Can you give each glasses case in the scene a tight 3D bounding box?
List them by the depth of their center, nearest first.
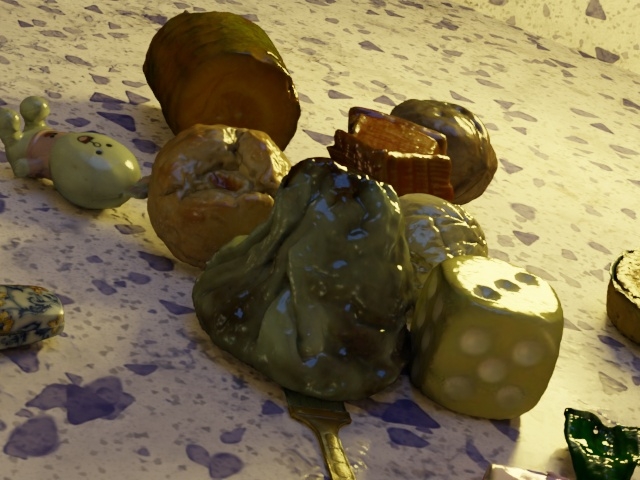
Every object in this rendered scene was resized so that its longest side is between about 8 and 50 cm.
[{"bbox_3d":[-0.426,0.094,1.451,0.248,0.065,0.087,-5,34,-37],"label":"glasses case"}]

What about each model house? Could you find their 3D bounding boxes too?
[{"bbox_3d":[0.117,-0.090,2.023,0.219,0.199,0.229,11,25,10],"label":"model house"}]

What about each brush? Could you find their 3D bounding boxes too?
[{"bbox_3d":[0.011,0.244,1.475,0.082,0.010,0.218,8,26,-18],"label":"brush"}]

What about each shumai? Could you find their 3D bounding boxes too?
[{"bbox_3d":[0.002,0.029,1.614,0.309,0.263,0.304,12,20,-12],"label":"shumai"}]

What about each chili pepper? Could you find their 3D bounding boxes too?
[{"bbox_3d":[0.352,0.282,1.554,0.108,0.062,0.216,15,24,11],"label":"chili pepper"}]

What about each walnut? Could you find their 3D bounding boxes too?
[{"bbox_3d":[0.209,-0.154,2.209,0.224,0.224,0.224,14,25,-6],"label":"walnut"}]

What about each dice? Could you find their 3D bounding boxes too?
[{"bbox_3d":[0.220,0.129,1.654,0.169,0.169,0.166,12,24,-9],"label":"dice"}]

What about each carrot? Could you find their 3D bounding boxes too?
[{"bbox_3d":[-0.176,-0.274,2.171,0.241,0.241,0.341,5,29,-23],"label":"carrot"}]

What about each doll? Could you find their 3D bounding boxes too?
[{"bbox_3d":[-0.376,-0.118,1.886,0.275,0.113,0.155,28,35,8],"label":"doll"}]

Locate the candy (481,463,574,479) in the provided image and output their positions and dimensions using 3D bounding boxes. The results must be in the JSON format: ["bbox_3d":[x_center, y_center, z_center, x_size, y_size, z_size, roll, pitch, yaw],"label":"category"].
[{"bbox_3d":[0.288,0.344,1.314,0.265,0.116,0.155,13,24,-6],"label":"candy"}]

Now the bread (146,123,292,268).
[{"bbox_3d":[-0.147,-0.080,1.804,0.244,0.134,0.244,1,56,-2],"label":"bread"}]

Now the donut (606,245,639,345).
[{"bbox_3d":[0.586,0.118,1.996,0.272,0.107,0.272,9,28,-5],"label":"donut"}]

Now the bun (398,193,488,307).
[{"bbox_3d":[0.185,0.021,1.854,0.220,0.134,0.220,36,25,-20],"label":"bun"}]
